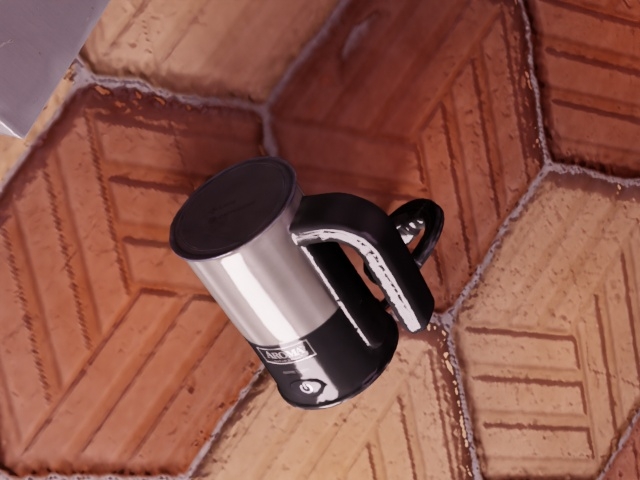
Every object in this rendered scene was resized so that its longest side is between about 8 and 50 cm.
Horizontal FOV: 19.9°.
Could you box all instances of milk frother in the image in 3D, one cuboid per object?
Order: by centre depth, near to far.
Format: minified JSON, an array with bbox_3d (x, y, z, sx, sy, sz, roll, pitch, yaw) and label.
[{"bbox_3d":[0.000,0.000,1.090,0.135,0.129,0.143,57,21,-34],"label":"milk frother"}]

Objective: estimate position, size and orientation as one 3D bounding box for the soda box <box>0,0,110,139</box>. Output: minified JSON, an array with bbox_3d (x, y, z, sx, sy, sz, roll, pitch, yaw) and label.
[{"bbox_3d":[-0.232,-0.166,0.842,0.286,0.091,0.098,41,72,-39],"label":"soda box"}]
